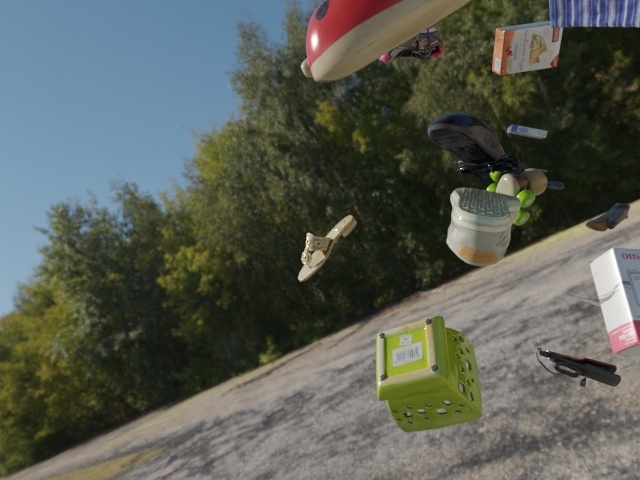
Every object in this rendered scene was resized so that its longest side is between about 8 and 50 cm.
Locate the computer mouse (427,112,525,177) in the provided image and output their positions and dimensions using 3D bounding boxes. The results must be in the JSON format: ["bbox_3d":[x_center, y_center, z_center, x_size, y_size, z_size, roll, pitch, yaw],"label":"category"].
[{"bbox_3d":[0.366,-0.242,1.342,0.272,0.072,0.188,27,-14,-39],"label":"computer mouse"}]

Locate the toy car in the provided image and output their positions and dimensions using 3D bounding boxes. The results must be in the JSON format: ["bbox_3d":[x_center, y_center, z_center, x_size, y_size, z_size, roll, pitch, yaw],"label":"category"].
[{"bbox_3d":[0.635,-0.162,1.675,0.188,0.155,0.149,-21,-40,-13],"label":"toy car"}]

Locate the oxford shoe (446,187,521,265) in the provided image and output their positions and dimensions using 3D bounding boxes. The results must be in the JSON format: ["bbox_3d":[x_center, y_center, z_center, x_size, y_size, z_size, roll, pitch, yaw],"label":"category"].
[{"bbox_3d":[0.384,-0.045,1.306,0.169,0.130,0.449,9,17,18],"label":"oxford shoe"}]

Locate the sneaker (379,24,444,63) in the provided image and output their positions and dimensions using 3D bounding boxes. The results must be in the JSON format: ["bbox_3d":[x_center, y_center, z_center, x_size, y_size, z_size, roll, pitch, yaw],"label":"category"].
[{"bbox_3d":[0.320,-0.663,1.874,0.299,0.112,0.121,-31,1,-33],"label":"sneaker"}]

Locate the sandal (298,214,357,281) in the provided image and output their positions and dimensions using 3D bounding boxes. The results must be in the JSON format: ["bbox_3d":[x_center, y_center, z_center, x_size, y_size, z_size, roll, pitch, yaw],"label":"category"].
[{"bbox_3d":[-0.003,0.000,1.502,0.240,0.079,0.088,-47,21,-19],"label":"sandal"}]

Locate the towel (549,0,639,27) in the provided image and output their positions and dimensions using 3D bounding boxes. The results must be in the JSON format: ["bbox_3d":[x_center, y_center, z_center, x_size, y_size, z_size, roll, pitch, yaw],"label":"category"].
[{"bbox_3d":[0.808,-0.697,1.539,0.040,0.336,0.243,-59,-38,-20],"label":"towel"}]

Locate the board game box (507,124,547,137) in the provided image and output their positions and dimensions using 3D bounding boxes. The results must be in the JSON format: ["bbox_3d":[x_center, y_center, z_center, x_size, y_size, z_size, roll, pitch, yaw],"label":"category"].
[{"bbox_3d":[0.548,-0.289,1.458,0.090,0.020,0.090,14,11,10],"label":"board game box"}]

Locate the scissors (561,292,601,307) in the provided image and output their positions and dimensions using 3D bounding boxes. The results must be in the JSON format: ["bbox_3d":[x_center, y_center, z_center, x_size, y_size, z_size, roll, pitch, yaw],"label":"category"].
[{"bbox_3d":[0.883,0.211,1.653,0.297,0.021,0.109,8,41,23],"label":"scissors"}]

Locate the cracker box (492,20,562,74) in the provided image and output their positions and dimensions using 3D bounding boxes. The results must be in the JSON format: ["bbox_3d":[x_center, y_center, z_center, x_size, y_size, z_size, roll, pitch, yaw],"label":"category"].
[{"bbox_3d":[0.749,-0.698,1.986,0.232,0.156,0.067,-11,33,-9],"label":"cracker box"}]

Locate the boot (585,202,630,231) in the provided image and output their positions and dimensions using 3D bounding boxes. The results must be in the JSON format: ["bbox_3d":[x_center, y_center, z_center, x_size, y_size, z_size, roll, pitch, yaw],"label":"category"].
[{"bbox_3d":[0.844,-0.071,1.601,0.087,0.042,0.118,-51,18,-9],"label":"boot"}]

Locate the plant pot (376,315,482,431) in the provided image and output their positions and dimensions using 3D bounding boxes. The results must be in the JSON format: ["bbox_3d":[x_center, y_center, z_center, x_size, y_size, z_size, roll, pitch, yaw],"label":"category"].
[{"bbox_3d":[0.266,0.336,1.417,0.228,0.207,0.227,-21,41,26],"label":"plant pot"}]

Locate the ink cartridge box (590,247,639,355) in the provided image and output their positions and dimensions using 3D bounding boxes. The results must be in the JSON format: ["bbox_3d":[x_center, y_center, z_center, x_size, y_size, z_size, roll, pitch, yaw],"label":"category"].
[{"bbox_3d":[0.901,0.169,1.521,0.207,0.283,0.117,3,-27,-7],"label":"ink cartridge box"}]

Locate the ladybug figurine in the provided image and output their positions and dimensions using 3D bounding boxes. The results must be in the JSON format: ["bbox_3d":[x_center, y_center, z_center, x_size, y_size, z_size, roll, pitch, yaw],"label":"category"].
[{"bbox_3d":[0.144,-0.506,1.196,0.449,0.162,0.305,-31,14,1],"label":"ladybug figurine"}]

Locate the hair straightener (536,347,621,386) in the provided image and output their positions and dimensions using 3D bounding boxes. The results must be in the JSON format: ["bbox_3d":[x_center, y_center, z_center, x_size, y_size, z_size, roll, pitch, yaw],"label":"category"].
[{"bbox_3d":[0.667,0.331,1.419,0.089,0.230,0.047,-73,4,-60],"label":"hair straightener"}]
